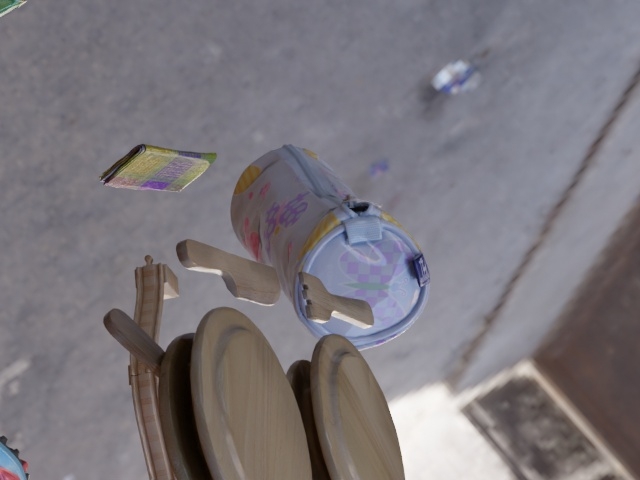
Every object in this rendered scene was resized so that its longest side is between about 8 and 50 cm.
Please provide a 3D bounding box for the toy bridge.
[{"bbox_3d":[-0.110,0.097,1.062,0.026,0.188,0.063,-11,157,8],"label":"toy bridge"}]

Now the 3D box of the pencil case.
[{"bbox_3d":[0.000,0.000,1.359,0.113,0.273,0.124,-21,109,-9],"label":"pencil case"}]

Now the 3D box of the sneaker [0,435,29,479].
[{"bbox_3d":[-0.294,0.163,1.079,0.125,0.104,0.262,-64,152,-28],"label":"sneaker"}]

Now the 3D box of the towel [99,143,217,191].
[{"bbox_3d":[-0.130,-0.058,1.259,0.083,0.009,0.060,4,149,-45],"label":"towel"}]

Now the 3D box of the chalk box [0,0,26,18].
[{"bbox_3d":[-0.171,-0.164,0.494,0.179,0.180,0.289,34,145,-29],"label":"chalk box"}]

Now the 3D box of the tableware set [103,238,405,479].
[{"bbox_3d":[-0.016,0.075,0.590,0.039,0.128,0.194,-18,164,18],"label":"tableware set"}]
